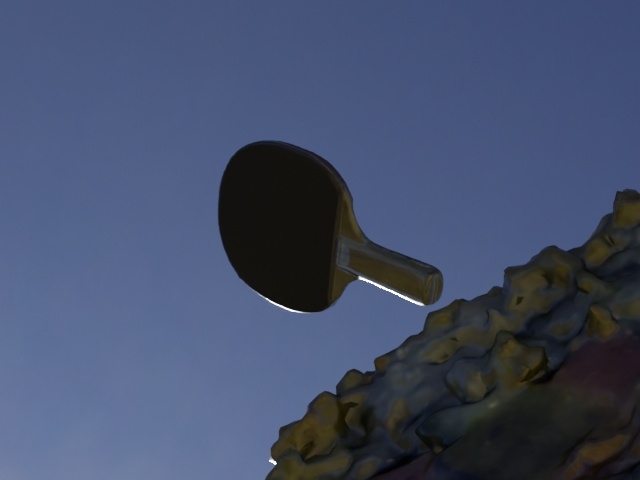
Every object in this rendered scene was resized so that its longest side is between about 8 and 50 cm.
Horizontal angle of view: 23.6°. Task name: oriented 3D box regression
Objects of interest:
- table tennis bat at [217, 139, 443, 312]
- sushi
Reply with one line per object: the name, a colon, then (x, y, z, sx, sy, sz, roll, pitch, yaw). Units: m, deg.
table tennis bat: (0.000, 0.000, 1.246, 0.022, 0.246, 0.138, -14, -63, -44)
sushi: (0.161, 0.181, 0.818, 0.396, 0.351, 0.240, -33, -62, 5)
